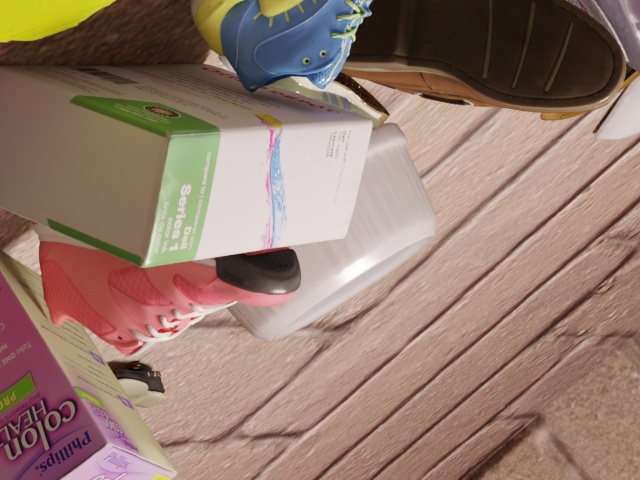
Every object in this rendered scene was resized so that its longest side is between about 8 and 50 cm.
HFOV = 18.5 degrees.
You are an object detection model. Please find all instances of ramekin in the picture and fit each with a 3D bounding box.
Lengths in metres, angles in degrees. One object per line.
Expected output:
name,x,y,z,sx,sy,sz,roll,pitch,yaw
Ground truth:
ramekin,0.000,0.000,2.087,0.273,0.127,0.273,-32,174,-4

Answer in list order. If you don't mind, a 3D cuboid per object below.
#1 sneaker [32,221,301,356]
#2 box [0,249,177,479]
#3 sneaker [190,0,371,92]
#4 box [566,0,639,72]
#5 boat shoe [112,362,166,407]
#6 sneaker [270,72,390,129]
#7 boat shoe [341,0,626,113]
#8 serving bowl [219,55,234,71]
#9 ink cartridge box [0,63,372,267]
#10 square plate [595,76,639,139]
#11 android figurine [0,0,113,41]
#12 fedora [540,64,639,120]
sneaker,-0.137,0.042,1.767,0.116,0.314,0.136,-6,103,-47
box,-0.273,0.145,1.872,0.117,0.243,0.213,-36,161,2
sneaker,0.016,-0.204,1.670,0.240,0.126,0.091,-25,-178,12
box,0.269,-0.290,1.745,0.142,0.163,0.247,-35,126,-7
boat shoe,-0.221,0.167,2.320,0.049,0.042,0.133,-19,164,12
sneaker,-0.010,-0.130,1.944,0.086,0.064,0.192,-47,152,12
boat shoe,0.143,-0.178,1.816,0.104,0.307,0.111,29,78,-66
serving bowl,-0.052,-0.180,1.818,0.083,0.027,0.083,-31,161,-12
ink cartridge box,-0.120,-0.071,1.658,0.278,0.201,0.117,-8,114,-53
square plate,0.563,-0.274,2.610,0.344,0.049,0.347,-21,156,-35
android figurine,-0.187,-0.239,1.409,0.248,0.056,0.273,-25,158,-29
fedora,0.318,-0.218,2.280,0.194,0.079,0.194,-31,166,-8
